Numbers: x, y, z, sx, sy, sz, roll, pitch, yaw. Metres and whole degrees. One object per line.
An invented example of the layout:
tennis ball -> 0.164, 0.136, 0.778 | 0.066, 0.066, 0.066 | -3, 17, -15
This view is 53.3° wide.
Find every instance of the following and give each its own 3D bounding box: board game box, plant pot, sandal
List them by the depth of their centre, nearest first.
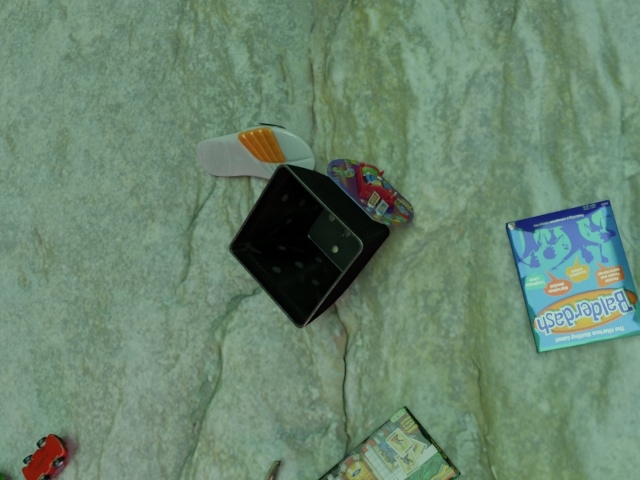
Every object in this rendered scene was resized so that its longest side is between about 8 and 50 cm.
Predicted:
board game box -> 0.392, 0.057, 0.991 | 0.160, 0.047, 0.210 | -14, 77, 13
board game box -> 0.082, 0.403, 1.027 | 0.260, 0.030, 0.136 | -43, 73, 5
plant pot -> 0.000, 0.000, 1.038 | 0.187, 0.167, 0.188 | 46, 119, 20
board game box -> 0.093, -0.094, 1.065 | 0.168, 0.133, 0.033 | 47, 125, 19
sandal -> -0.114, -0.171, 1.166 | 0.265, 0.076, 0.101 | 6, 125, 33

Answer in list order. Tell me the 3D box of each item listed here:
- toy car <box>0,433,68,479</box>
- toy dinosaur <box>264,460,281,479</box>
toy car -> -0.578, 0.470, 1.196 | 0.225, 0.053, 0.238 | 5, 80, 18
toy dinosaur -> -0.119, 0.503, 1.052 | 0.118, 0.064, 0.268 | -3, 76, 9
